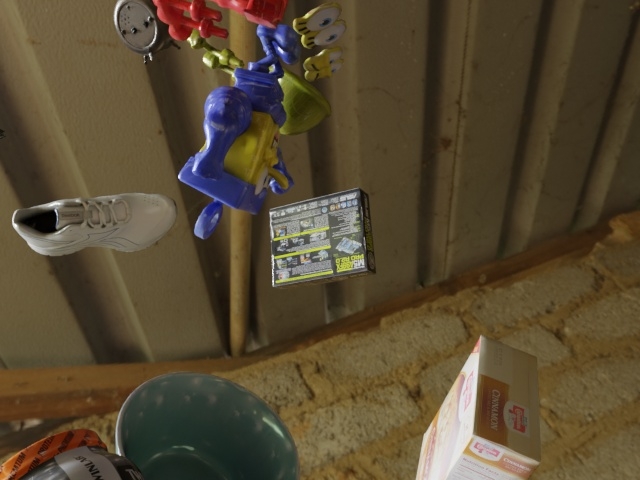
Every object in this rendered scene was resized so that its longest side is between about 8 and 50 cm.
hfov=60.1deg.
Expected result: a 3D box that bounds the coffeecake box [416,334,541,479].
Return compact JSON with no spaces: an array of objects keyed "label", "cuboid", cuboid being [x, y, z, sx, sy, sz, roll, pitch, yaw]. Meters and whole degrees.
[{"label":"coffeecake box","cuboid":[0.163,0.221,0.595,0.068,0.142,0.186,21,-55,7]}]

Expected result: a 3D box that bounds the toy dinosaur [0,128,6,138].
[{"label":"toy dinosaur","cuboid":[-0.809,-0.277,1.140,0.322,0.164,0.218,-49,-39,-28]}]

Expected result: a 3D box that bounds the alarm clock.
[{"label":"alarm clock","cuboid":[-0.385,-0.482,1.177,0.129,0.064,0.192,-12,-69,28]}]

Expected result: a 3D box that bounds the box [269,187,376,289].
[{"label":"box","cuboid":[0.000,0.000,1.424,0.269,0.217,0.060,-12,-17,25]}]

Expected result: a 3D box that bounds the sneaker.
[{"label":"sneaker","cuboid":[-0.417,-0.032,1.028,0.296,0.111,0.129,-12,-10,-4]}]

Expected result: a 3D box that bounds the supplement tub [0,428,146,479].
[{"label":"supplement tub","cuboid":[-0.151,0.233,0.376,0.117,0.190,0.117,-34,-28,-21]}]

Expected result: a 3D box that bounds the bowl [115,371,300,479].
[{"label":"bowl","cuboid":[-0.205,0.386,0.920,0.311,0.312,0.163,12,-63,-34]}]

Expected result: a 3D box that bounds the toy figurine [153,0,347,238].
[{"label":"toy figurine","cuboid":[-0.100,-0.111,0.574,0.191,0.362,0.217,19,-90,1]}]
